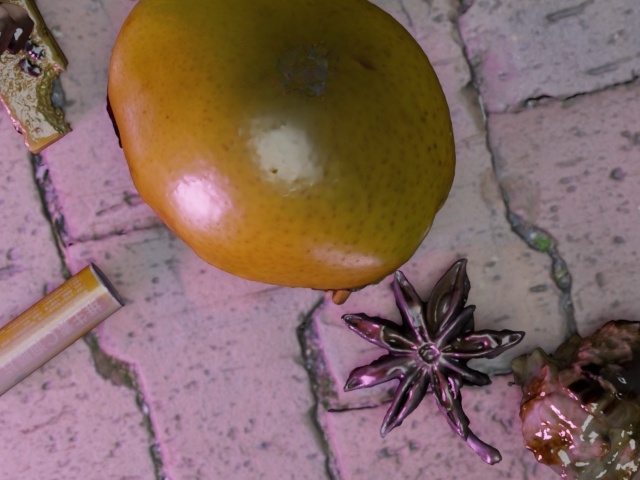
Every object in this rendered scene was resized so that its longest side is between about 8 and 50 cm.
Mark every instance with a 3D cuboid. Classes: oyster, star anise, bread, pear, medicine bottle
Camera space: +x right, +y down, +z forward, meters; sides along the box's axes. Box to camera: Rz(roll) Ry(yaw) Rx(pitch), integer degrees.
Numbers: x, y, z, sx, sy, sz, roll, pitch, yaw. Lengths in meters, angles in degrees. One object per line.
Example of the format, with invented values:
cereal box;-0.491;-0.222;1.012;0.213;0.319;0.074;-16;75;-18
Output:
oyster;0.384;0.181;1.853;0.337;0.133;0.198;-4;71;-17
star anise;0.129;0.140;1.860;0.209;0.089;0.231;-5;92;10
bread;-0.335;-0.211;1.805;0.088;0.049;0.226;-30;99;1
pear;-0.030;-0.144;1.697;0.386;0.191;0.340;34;65;3
medicine bottle;-0.324;0.112;1.840;0.218;0.074;0.074;-37;98;0

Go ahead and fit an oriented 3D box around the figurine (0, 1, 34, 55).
figurine;-0.491;-0.269;1.689;0.306;0.241;0.412;-28;100;25

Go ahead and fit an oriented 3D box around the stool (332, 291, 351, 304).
stool;0.000;0.000;1.824;0.110;0.134;0.135;27;51;-5
